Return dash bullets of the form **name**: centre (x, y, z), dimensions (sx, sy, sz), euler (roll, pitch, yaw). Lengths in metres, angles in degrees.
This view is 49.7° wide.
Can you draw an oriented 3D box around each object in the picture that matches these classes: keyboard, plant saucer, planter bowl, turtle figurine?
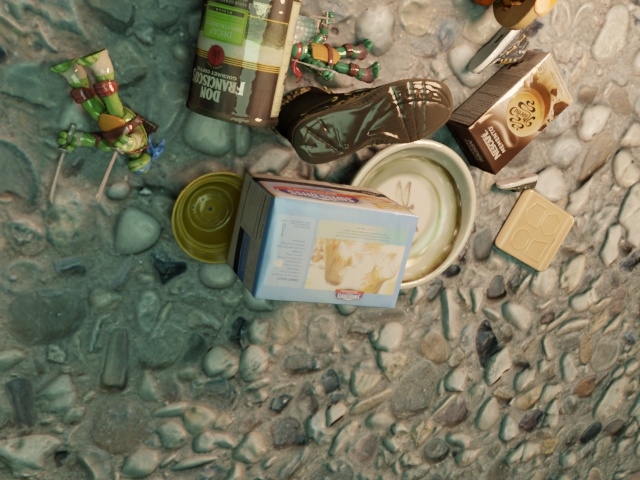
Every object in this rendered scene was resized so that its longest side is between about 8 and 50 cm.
- **keyboard**: centre (-0.112, -0.484, 1.557), dimensions (0.255, 0.014, 0.072), euler (5, 106, -25)
- **plant saucer**: centre (0.213, -0.072, 1.799), dimensions (0.400, 0.100, 0.401), euler (-8, 110, -22)
- **planter bowl**: centre (-0.246, -0.063, 1.600), dimensions (0.217, 0.090, 0.217), euler (-8, 111, -22)
- **turtle figurine**: centre (0.018, -0.427, 1.572), dimensions (0.234, 0.118, 0.175), euler (2, 78, -33)
- **turtle figurine**: centre (-0.459, -0.226, 1.388), dimensions (0.274, 0.197, 0.266), euler (-27, 113, -18)

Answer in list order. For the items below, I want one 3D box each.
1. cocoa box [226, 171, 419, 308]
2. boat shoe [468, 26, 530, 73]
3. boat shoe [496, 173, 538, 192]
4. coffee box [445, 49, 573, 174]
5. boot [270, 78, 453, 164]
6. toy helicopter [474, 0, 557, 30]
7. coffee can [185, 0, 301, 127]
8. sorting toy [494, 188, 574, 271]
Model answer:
- **cocoa box**: centre (0.000, 0.000, 1.545), dimensions (0.346, 0.228, 0.232), euler (6, 105, -24)
- **boat shoe**: centre (0.469, -0.479, 1.791), dimensions (0.183, 0.065, 0.083), euler (-46, 119, -4)
- **boat shoe**: centre (0.559, -0.157, 1.956), dimensions (0.142, 0.049, 0.040), euler (-13, 113, -22)
- **coffee box**: centre (0.496, -0.339, 1.822), dimensions (0.297, 0.119, 0.168), euler (-43, 120, -5)
- **boot**: centre (0.074, -0.287, 1.554), dimensions (0.377, 0.284, 0.138), euler (-22, 115, -15)
- **toy helicopter**: centre (0.530, -0.663, 1.620), dimensions (0.140, 0.235, 0.355), euler (13, 119, -27)
- **coffee can**: centre (-0.161, -0.397, 1.449), dimensions (0.201, 0.201, 0.276), euler (4, 109, -26)
- **sorting toy**: centre (0.630, -0.029, 2.044), dimensions (0.208, 0.038, 0.193), euler (26, 96, -25)
